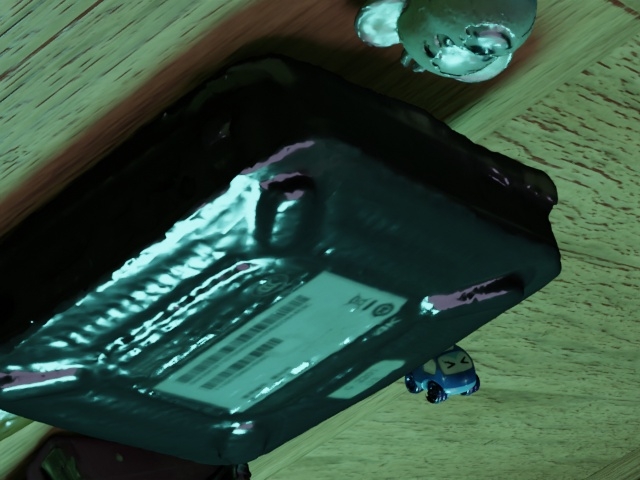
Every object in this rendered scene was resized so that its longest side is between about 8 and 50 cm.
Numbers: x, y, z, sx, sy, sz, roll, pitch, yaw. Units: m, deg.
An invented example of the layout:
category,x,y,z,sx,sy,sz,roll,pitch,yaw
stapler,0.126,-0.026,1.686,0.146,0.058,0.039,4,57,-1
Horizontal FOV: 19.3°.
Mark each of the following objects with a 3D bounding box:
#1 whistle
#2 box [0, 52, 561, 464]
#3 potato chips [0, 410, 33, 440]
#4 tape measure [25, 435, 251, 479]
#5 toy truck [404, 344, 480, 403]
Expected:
category,x,y,z,sx,sy,sz,roll,pitch,yaw
whistle,0.122,-0.171,1.095,0.114,0.077,0.236,19,134,-30
box,-0.041,0.036,1.295,0.359,0.091,0.350,-34,145,26
potato chips,-0.239,0.121,1.426,0.202,0.049,0.150,-33,165,2
tape measure,-0.179,0.260,1.725,0.231,0.149,0.245,-2,142,-44
toy truck,0.116,0.106,1.814,0.056,0.090,0.073,-14,-159,-32
